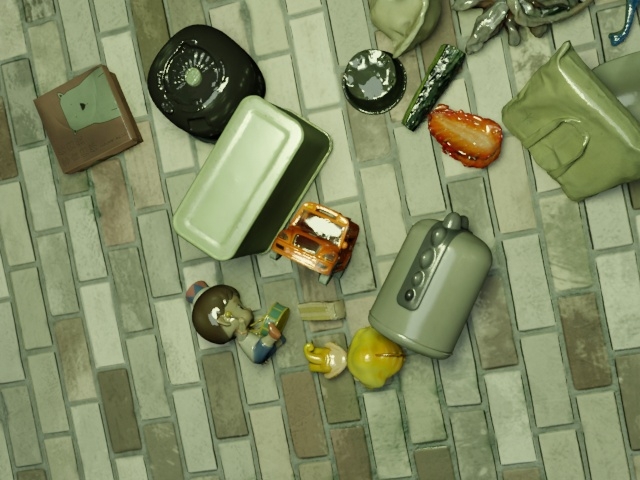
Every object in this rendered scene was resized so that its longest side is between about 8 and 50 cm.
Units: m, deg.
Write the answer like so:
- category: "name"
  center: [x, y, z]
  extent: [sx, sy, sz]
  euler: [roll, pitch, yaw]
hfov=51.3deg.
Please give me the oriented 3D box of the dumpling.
- category: "dumpling"
  center: [0.188, -0.559, 1.483]
  extent: [0.175, 0.227, 0.243]
  euler: [-28, 83, -7]

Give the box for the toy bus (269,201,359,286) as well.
- category: "toy bus"
  center: [0.000, 0.000, 1.496]
  extent: [0.142, 0.329, 0.153]
  euler: [25, 95, 9]

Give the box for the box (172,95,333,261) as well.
- category: "box"
  center: [-0.142, -0.135, 1.508]
  extent: [0.177, 0.344, 0.352]
  euler: [33, 98, 5]

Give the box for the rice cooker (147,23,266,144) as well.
- category: "rice cooker"
  center: [-0.268, -0.365, 1.580]
  extent: [0.267, 0.224, 0.268]
  euler: [1, 95, 11]

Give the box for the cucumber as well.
- category: "cucumber"
  center: [0.263, -0.350, 1.558]
  extent: [0.062, 0.078, 0.211]
  euler: [26, 99, -7]

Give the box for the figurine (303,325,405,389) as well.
- category: "figurine"
  center: [0.086, 0.282, 1.606]
  extent: [0.246, 0.131, 0.157]
  euler: [-9, 76, 22]

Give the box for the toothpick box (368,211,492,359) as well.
- category: "toothpick box"
  center: [0.254, 0.087, 1.503]
  extent: [0.228, 0.229, 0.317]
  euler: [25, 97, 8]

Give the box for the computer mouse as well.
- category: "computer mouse"
  center: [0.728, -0.322, 1.464]
  extent: [0.330, 0.095, 0.197]
  euler: [-17, 94, 11]

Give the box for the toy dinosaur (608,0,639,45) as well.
- category: "toy dinosaur"
  center: [0.715, -0.547, 1.418]
  extent: [0.247, 0.075, 0.188]
  euler: [-13, 84, 52]

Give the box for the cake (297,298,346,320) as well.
- category: "cake"
  center: [0.003, 0.175, 1.656]
  extent: [0.121, 0.065, 0.052]
  euler: [-7, 92, 34]

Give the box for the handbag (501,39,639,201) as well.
- category: "handbag"
  center: [0.555, -0.237, 1.437]
  extent: [0.109, 0.253, 0.316]
  euler: [-37, 84, -29]

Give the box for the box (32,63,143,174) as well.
- category: "box"
  center: [-0.591, -0.304, 1.714]
  extent: [0.215, 0.086, 0.215]
  euler: [-24, 88, 11]

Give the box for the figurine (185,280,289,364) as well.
- category: "figurine"
  center: [-0.214, 0.189, 1.642]
  extent: [0.275, 0.161, 0.158]
  euler: [25, 74, 7]

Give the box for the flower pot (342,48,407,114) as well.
- category: "flower pot"
  center: [0.123, -0.380, 1.566]
  extent: [0.157, 0.107, 0.158]
  euler: [1, 94, 9]

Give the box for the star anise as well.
- category: "star anise"
  center: [0.442, -0.567, 1.480]
  extent: [0.315, 0.139, 0.360]
  euler: [35, 99, 1]

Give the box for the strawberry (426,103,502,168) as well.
- category: "strawberry"
  center: [0.334, -0.242, 1.554]
  extent: [0.188, 0.082, 0.121]
  euler: [36, 79, 16]
